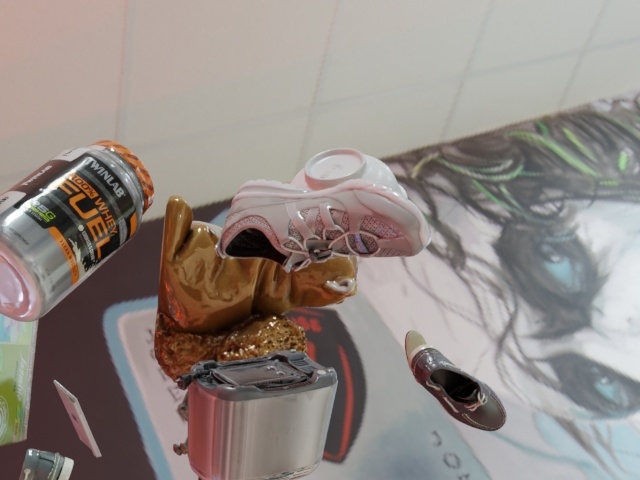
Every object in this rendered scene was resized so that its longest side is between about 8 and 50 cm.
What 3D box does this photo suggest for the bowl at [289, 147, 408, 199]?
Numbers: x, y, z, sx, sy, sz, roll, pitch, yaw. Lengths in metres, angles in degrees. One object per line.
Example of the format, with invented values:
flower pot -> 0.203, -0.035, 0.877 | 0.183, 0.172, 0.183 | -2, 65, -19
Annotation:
bowl -> 0.044, -0.121, 2.105 | 0.297, 0.298, 0.134 | -28, -54, -22

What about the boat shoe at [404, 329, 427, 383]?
boat shoe -> 0.208, 0.250, 1.967 | 0.049, 0.043, 0.137 | -23, -72, -8

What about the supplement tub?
supplement tub -> -0.432, -0.028, 1.533 | 0.316, 0.193, 0.194 | -50, -22, -42

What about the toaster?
toaster -> -0.086, 0.235, 1.206 | 0.226, 0.129, 0.147 | -3, -77, -37

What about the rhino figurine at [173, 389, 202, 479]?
rhino figurine -> -0.249, 0.420, 1.919 | 0.106, 0.073, 0.243 | -17, -77, -34

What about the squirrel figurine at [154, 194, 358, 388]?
squirrel figurine -> -0.117, 0.111, 1.720 | 0.370, 0.397, 0.281 | 5, -14, -9

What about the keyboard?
keyboard -> -0.517, 0.383, 1.962 | 0.014, 0.072, 0.256 | -37, -31, -26

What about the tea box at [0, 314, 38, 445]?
tea box -> -0.711, 0.225, 1.756 | 0.323, 0.219, 0.329 | 48, -134, -82

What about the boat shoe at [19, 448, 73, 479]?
boat shoe -> -0.602, 0.542, 1.800 | 0.099, 0.116, 0.319 | 30, -80, -19

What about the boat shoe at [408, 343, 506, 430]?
boat shoe -> 0.216, 0.237, 1.395 | 0.206, 0.065, 0.075 | 41, -87, -24

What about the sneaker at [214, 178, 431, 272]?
sneaker -> 0.000, 0.000, 1.095 | 0.115, 0.281, 0.105 | -60, -44, -33
